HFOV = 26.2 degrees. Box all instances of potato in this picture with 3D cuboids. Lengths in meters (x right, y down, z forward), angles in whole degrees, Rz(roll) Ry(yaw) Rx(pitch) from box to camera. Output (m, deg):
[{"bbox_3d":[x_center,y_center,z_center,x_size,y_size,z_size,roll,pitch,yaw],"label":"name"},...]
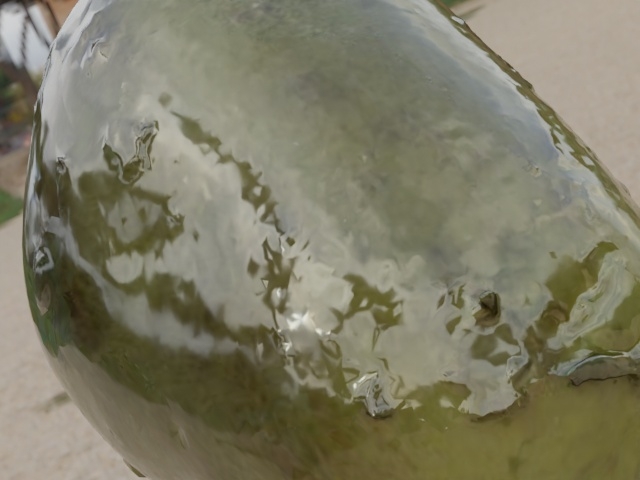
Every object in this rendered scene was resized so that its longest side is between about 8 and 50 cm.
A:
[{"bbox_3d":[0.000,0.019,0.609,0.219,0.270,0.359,-10,38,-32],"label":"potato"}]
